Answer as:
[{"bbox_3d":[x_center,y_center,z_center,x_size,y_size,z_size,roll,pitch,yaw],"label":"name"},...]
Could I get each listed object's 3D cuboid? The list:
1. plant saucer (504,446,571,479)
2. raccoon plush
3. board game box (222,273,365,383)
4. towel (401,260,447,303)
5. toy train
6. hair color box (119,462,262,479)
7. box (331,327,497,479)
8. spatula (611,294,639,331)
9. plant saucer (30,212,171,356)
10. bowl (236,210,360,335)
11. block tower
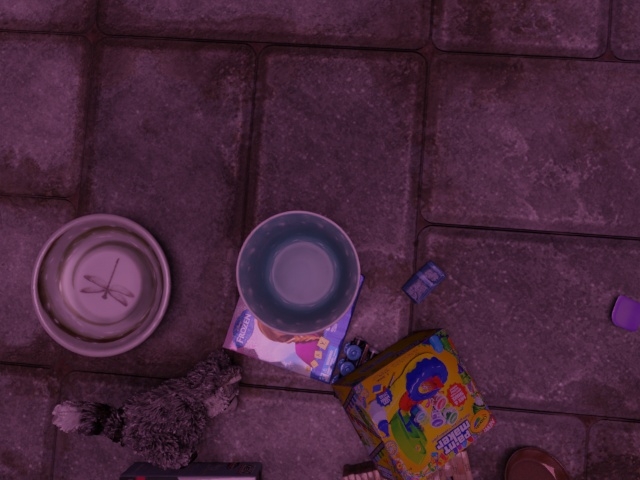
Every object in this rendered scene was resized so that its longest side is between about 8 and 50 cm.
[{"bbox_3d":[0.574,0.655,1.486,0.199,0.036,0.198,8,55,-11],"label":"plant saucer"},{"bbox_3d":[-0.396,0.400,1.436,0.216,0.446,0.299,30,88,38],"label":"raccoon plush"},{"bbox_3d":[-0.073,0.198,1.573,0.318,0.066,0.318,18,88,5],"label":"board game box"},{"bbox_3d":[0.290,0.117,1.573,0.119,0.029,0.067,-44,85,1],"label":"towel"},{"bbox_3d":[0.100,0.362,1.552,0.105,0.080,0.184,21,86,-5],"label":"toy train"},{"bbox_3d":[-0.352,0.722,1.542,0.375,0.113,0.185,-1,87,3],"label":"hair color box"},{"bbox_3d":[0.236,0.419,1.439,0.290,0.177,0.279,-28,88,-21],"label":"box"},{"bbox_3d":[0.934,0.239,1.524,0.297,0.030,0.084,22,90,4],"label":"spatula"},{"bbox_3d":[-0.609,0.125,1.595,0.401,0.100,0.399,0,88,3],"label":"plant saucer"},{"bbox_3d":[-0.051,0.086,1.464,0.312,0.163,0.311,0,85,3],"label":"bowl"},{"bbox_3d":[0.233,0.636,1.520,0.336,0.091,0.097,-12,86,4],"label":"block tower"}]
